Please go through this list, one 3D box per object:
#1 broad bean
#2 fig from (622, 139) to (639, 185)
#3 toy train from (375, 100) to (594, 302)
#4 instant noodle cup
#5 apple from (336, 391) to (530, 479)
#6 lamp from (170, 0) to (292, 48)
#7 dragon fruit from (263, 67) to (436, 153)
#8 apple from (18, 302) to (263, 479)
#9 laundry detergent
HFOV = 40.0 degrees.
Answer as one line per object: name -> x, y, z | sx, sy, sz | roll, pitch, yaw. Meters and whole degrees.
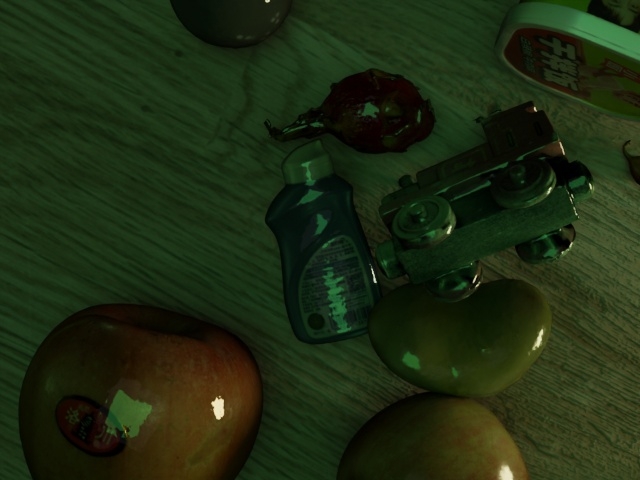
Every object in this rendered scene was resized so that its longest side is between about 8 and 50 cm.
broad bean -> 0.195, 0.136, 1.237 | 0.263, 0.121, 0.189 | -3, 53, -9
fig -> 0.465, -0.109, 1.267 | 0.050, 0.050, 0.083 | -41, 71, 7
toy train -> 0.213, -0.055, 1.214 | 0.305, 0.221, 0.150 | -23, 127, 13
instant noodle cup -> 0.413, -0.354, 1.161 | 0.294, 0.294, 0.307 | 24, 88, 5
apple -> 0.152, 0.339, 1.208 | 0.234, 0.257, 0.256 | -22, 91, -35
lamp -> -0.124, -0.418, 1.206 | 0.182, 0.182, 0.313 | 8, 127, 6
dragon fruit -> 0.040, -0.176, 1.272 | 0.246, 0.125, 0.125 | -9, 95, 13
apple -> -0.256, 0.253, 1.221 | 0.339, 0.338, 0.304 | 14, 94, 5
laundry detergent -> 0.000, 0.000, 1.274 | 0.144, 0.094, 0.289 | -11, 102, 6
